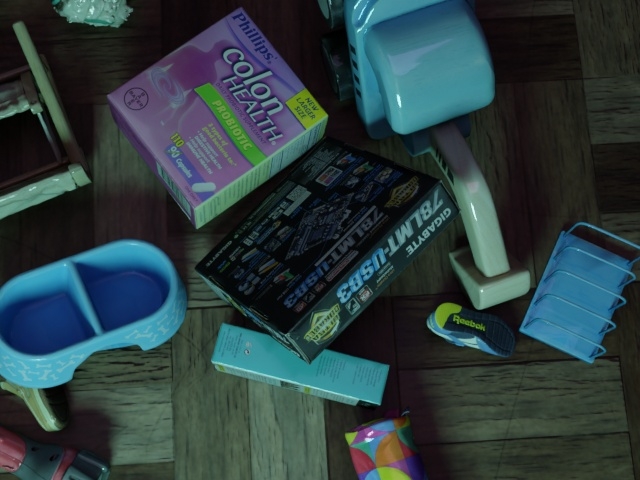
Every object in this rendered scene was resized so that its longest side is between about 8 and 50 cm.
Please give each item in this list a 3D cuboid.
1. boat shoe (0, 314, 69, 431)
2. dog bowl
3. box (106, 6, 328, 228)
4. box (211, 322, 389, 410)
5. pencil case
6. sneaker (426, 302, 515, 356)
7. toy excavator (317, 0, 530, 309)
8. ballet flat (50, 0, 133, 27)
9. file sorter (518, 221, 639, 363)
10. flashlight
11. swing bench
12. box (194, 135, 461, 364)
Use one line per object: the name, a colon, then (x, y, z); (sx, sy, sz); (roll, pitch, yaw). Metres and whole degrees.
boat shoe: (-0.427, 0.199, 1.464); (0.072, 0.068, 0.190); (-30, 69, 5)
dog bowl: (-0.333, 0.094, 1.443); (0.297, 0.074, 0.166); (-20, 67, -20)
box: (-0.150, -0.179, 1.495); (0.243, 0.117, 0.213); (-36, 82, -13)
box: (-0.029, 0.182, 1.450); (0.244, 0.100, 0.060); (14, 76, 2)
pencil case: (0.115, 0.355, 1.414); (0.104, 0.104, 0.236); (-16, 78, -5)
sneaker: (0.222, 0.132, 1.494); (0.144, 0.059, 0.053); (25, 66, -15)
toy excavator: (0.166, -0.175, 1.459); (0.222, 0.433, 0.445); (-18, 50, -5)
ballet flat: (-0.325, -0.524, 1.616); (0.147, 0.147, 0.409); (10, 80, 1)
file sorter: (0.386, 0.074, 1.482); (0.118, 0.104, 0.170); (25, 78, 5)
flashlight: (-0.448, 0.290, 1.409); (0.304, 0.103, 0.103); (26, 37, 1)
swing bench: (-0.496, -0.144, 1.492); (0.253, 0.165, 0.255); (-22, 83, -7)
box: (0.000, 0.000, 1.414); (0.295, 0.293, 0.073); (-46, 125, -11)
